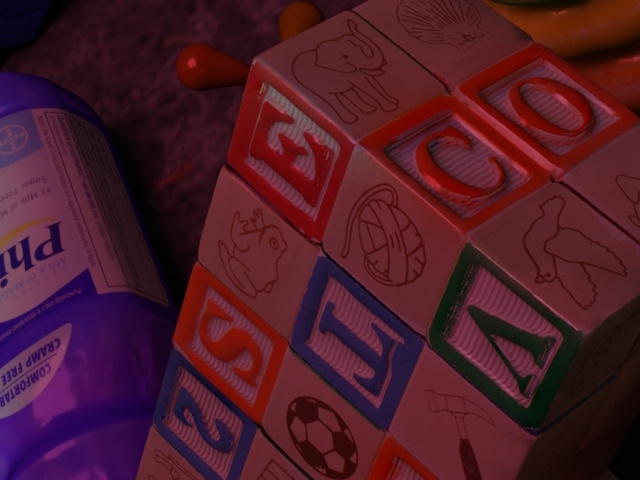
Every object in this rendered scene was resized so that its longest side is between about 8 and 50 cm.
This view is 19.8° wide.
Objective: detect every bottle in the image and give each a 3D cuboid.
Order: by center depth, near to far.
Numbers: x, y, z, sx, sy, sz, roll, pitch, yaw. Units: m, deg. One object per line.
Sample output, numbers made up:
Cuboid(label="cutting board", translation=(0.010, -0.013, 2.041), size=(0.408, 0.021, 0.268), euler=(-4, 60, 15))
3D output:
Cuboid(label="bottle", translation=(-0.122, 0.054, 0.863), size=(0.118, 0.092, 0.283), euler=(-36, 56, 19))

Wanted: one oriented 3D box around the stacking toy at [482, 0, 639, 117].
Cuboid(label="stacking toy", translation=(0.083, -0.137, 0.651), size=(0.166, 0.302, 0.175), euler=(0, 72, 36))

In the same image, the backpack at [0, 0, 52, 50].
Cuboid(label="backpack", translation=(-0.214, -0.159, 1.007), size=(0.101, 0.098, 0.120), euler=(-55, 50, 32))

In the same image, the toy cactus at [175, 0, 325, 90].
Cuboid(label="toy cactus", translation=(0.000, 0.000, 0.770), size=(0.219, 0.112, 0.180), euler=(-130, 42, -67))

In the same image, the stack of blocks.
Cuboid(label="stack of blocks", translation=(0.033, 0.083, 0.614), size=(0.171, 0.087, 0.297), euler=(40, 137, 22))
